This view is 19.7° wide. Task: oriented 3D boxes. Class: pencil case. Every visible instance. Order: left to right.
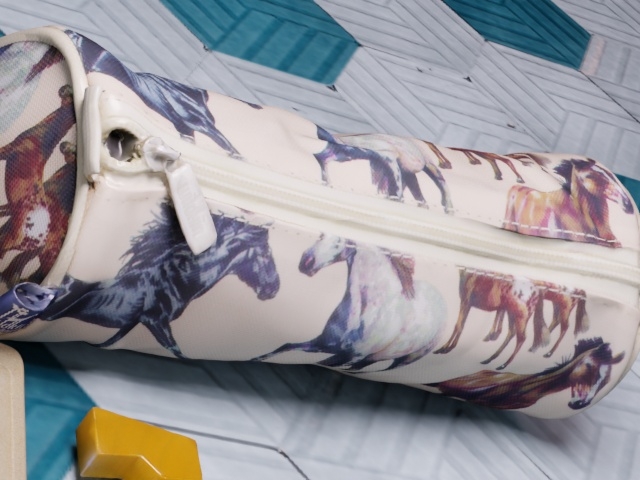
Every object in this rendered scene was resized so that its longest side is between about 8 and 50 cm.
[{"bbox_3d":[0.000,0.000,1.013,0.410,0.160,0.183,11,-3,-33],"label":"pencil case"}]

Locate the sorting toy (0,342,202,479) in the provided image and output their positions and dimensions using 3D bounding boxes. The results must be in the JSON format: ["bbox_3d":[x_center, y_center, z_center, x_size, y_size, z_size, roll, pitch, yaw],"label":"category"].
[{"bbox_3d":[-0.186,0.112,0.812,0.307,0.041,0.229,22,32,-28],"label":"sorting toy"}]
